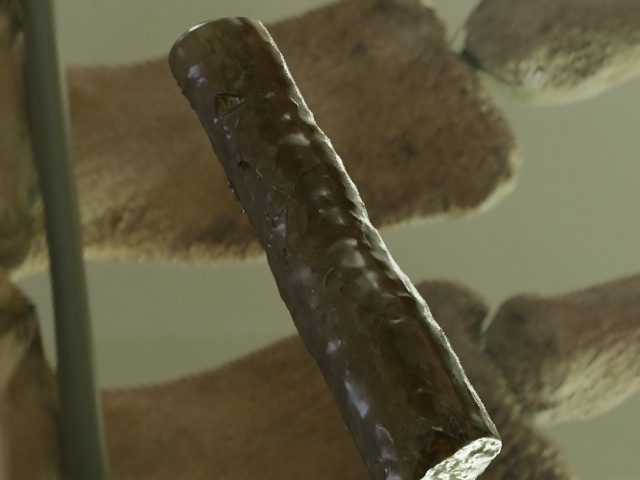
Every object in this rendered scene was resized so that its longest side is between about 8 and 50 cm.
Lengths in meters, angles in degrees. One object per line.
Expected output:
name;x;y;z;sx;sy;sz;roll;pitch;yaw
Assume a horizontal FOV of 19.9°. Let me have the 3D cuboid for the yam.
yam;0.000;0.000;1.087;0.081;0.081;0.357;-14;-121;-24
